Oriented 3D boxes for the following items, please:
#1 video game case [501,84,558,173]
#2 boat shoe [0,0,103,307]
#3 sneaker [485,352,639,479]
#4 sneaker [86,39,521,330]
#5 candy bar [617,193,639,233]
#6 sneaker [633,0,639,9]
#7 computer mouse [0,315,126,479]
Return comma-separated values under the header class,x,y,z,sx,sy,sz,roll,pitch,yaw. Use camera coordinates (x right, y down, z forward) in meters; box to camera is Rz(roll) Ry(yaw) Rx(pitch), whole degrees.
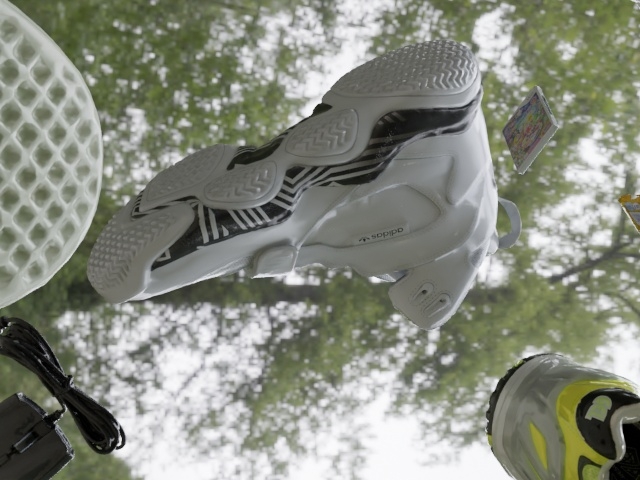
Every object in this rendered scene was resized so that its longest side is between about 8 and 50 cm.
class,x,y,z,sx,sy,sz,roll,pitch,yaw
video game case,0.299,-0.160,1.478,0.087,0.011,0.122,-57,-160,29
boat shoe,-0.315,-0.047,0.352,0.156,0.500,0.187,15,-77,50
sneaker,0.293,0.249,0.823,0.145,0.384,0.147,-51,-168,-11
sneaker,0.000,0.000,0.876,0.210,0.366,0.137,62,-3,-26
candy bar,0.476,-0.021,1.492,0.040,0.161,0.018,0,-121,40
sneaker,0.459,-0.425,1.368,0.087,0.092,0.229,3,-116,62
computer mouse,-0.331,0.182,1.054,0.262,0.060,0.184,-27,-76,41
